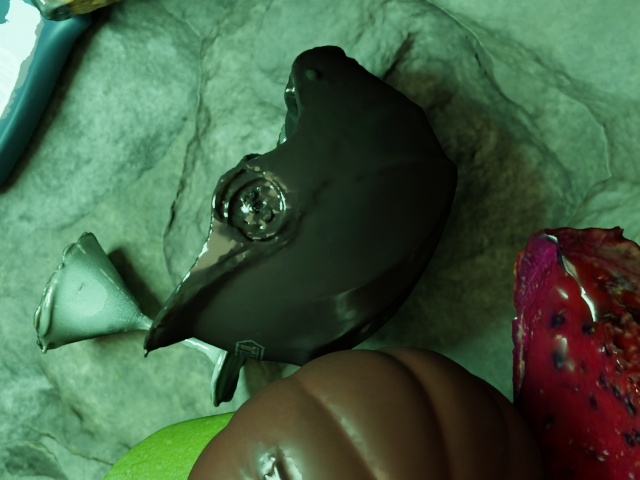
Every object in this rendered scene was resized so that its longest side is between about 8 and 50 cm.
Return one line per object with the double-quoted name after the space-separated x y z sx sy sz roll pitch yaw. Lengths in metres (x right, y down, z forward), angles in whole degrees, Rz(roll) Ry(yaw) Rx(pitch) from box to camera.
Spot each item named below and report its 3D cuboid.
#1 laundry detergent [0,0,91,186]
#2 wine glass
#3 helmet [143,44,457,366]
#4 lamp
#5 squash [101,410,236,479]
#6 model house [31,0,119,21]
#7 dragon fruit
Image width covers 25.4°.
-0.301 -0.185 1.342 0.143 0.094 0.290 39 101 14 "laundry detergent"
-0.155 0.077 1.304 0.183 0.122 0.122 20 100 10 "wine glass"
0.000 0.000 1.178 0.177 0.225 0.305 28 79 0 "helmet"
0.036 0.226 1.101 0.303 0.303 0.257 -60 36 13 "lamp"
-0.085 0.253 1.335 0.260 0.189 0.189 -21 87 54 "squash"
-0.150 -0.320 1.143 0.271 0.301 0.190 -21 92 -2 "model house"
0.272 0.123 1.096 0.302 0.240 0.330 -30 92 2 "dragon fruit"
